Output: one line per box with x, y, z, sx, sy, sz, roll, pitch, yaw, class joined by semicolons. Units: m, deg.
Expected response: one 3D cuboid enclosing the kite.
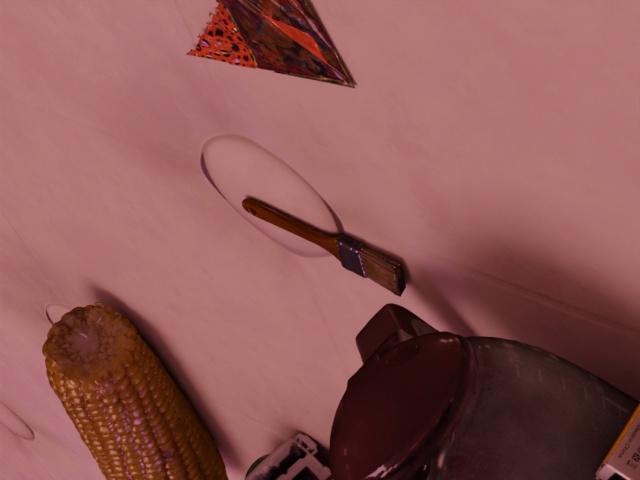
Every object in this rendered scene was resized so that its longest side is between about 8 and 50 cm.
-0.026;-0.143;1.042;0.125;0.008;0.222;38;156;0;kite

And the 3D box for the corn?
-0.218;0.230;1.810;0.144;0.144;0.387;22;152;32;corn

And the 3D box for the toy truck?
-0.036;0.312;1.754;0.125;0.101;0.242;45;161;15;toy truck

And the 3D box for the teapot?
0.143;0.175;1.118;0.312;0.233;0.315;39;-167;-16;teapot

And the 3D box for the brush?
0.000;0.000;1.253;0.170;0.014;0.043;26;151;28;brush

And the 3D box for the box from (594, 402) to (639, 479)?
0.314;0.170;0.975;0.247;0.129;0.033;35;157;9;box
